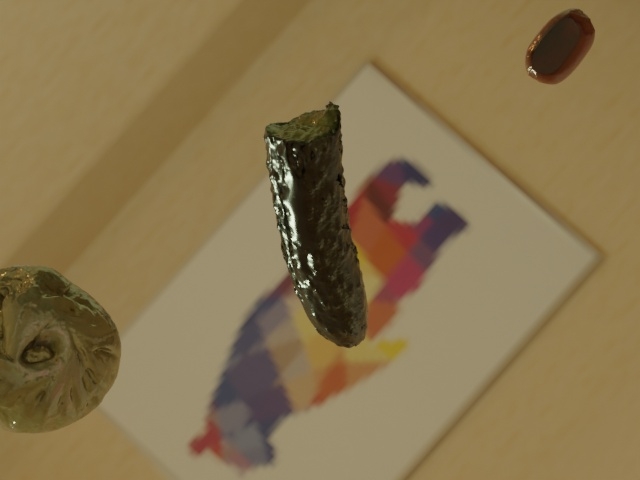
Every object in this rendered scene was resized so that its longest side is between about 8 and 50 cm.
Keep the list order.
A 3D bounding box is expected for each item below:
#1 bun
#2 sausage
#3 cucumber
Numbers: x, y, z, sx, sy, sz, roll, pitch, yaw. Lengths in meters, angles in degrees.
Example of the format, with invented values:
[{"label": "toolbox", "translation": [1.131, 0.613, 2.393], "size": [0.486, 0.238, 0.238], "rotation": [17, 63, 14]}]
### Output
[{"label": "bun", "translation": [-0.315, 0.116, 2.045], "size": [0.193, 0.178, 0.128], "rotation": [54, 162, -15]}, {"label": "sausage", "translation": [0.271, -0.219, 2.094], "size": [0.059, 0.094, 0.054], "rotation": [40, -165, 7]}, {"label": "cucumber", "translation": [0.000, 0.000, 1.788], "size": [0.072, 0.081, 0.303], "rotation": [53, 159, 45]}]
